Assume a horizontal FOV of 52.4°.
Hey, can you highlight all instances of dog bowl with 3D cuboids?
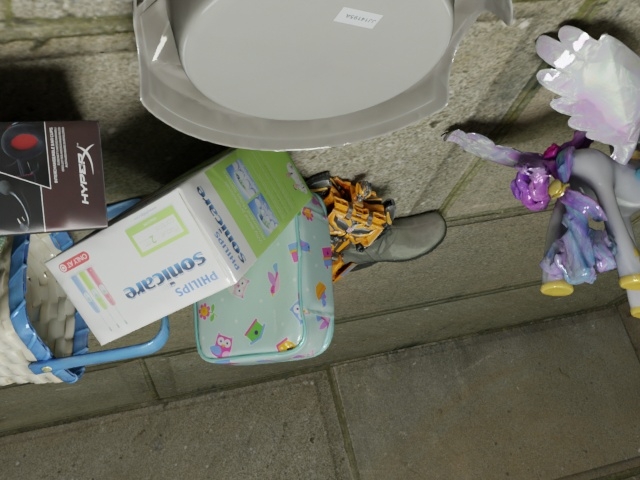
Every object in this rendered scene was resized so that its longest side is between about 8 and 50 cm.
[{"bbox_3d":[-0.006,-0.204,0.605,0.348,0.102,0.349,-8,163,-2],"label":"dog bowl"}]

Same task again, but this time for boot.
[{"bbox_3d":[0.123,-0.016,1.256,0.246,0.084,0.161,-18,153,6],"label":"boot"}]

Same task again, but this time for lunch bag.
[{"bbox_3d":[-0.096,0.047,0.996,0.224,0.279,0.108,-13,162,29],"label":"lunch bag"}]

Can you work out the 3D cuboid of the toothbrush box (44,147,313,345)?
[{"bbox_3d":[-0.157,-0.018,0.809,0.206,0.122,0.283,-24,-165,25],"label":"toothbrush box"}]

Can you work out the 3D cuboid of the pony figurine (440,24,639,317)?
[{"bbox_3d":[0.390,-0.097,0.941,0.350,0.364,0.303,14,156,-23],"label":"pony figurine"}]

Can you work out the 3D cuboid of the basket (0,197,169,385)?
[{"bbox_3d":[-0.359,0.072,0.900,0.288,0.255,0.201,-13,142,-6],"label":"basket"}]

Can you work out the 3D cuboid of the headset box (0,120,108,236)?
[{"bbox_3d":[-0.380,-0.056,0.662,0.293,0.110,0.218,-5,-175,-22],"label":"headset box"}]

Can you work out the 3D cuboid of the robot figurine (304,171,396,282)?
[{"bbox_3d":[0.000,0.000,1.137,0.211,0.085,0.291,18,137,-29],"label":"robot figurine"}]

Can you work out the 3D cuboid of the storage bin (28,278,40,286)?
[{"bbox_3d":[-0.516,0.099,1.058,0.135,0.091,0.098,-31,175,-41],"label":"storage bin"}]
